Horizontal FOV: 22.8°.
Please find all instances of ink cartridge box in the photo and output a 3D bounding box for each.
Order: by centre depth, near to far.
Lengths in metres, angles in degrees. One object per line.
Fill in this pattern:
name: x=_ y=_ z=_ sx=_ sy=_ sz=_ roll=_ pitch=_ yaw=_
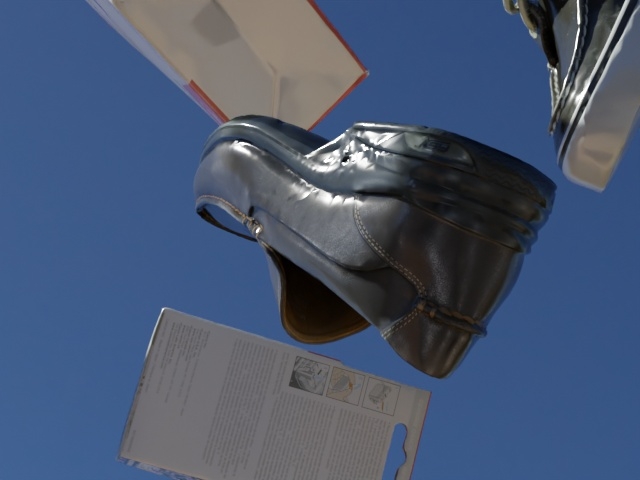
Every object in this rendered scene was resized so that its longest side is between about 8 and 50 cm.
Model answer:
ink cartridge box: x=-0.019 y=0.074 z=0.639 sx=0.115 sy=0.062 sz=0.029 roll=17 pitch=-16 yaw=-6
ink cartridge box: x=-0.075 y=-0.125 z=0.721 sx=0.067 sy=0.198 sz=0.115 roll=-44 pitch=-50 yaw=-1

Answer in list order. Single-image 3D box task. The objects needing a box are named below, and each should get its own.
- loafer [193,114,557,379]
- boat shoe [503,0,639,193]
loafer: x=0.000 y=0.000 z=0.472 sx=0.062 sy=0.061 sz=0.170 roll=22 pitch=-6 yaw=-24
boat shoe: x=0.114 y=-0.104 z=0.670 sx=0.070 sy=0.219 sz=0.077 roll=18 pitch=-46 yaw=3
